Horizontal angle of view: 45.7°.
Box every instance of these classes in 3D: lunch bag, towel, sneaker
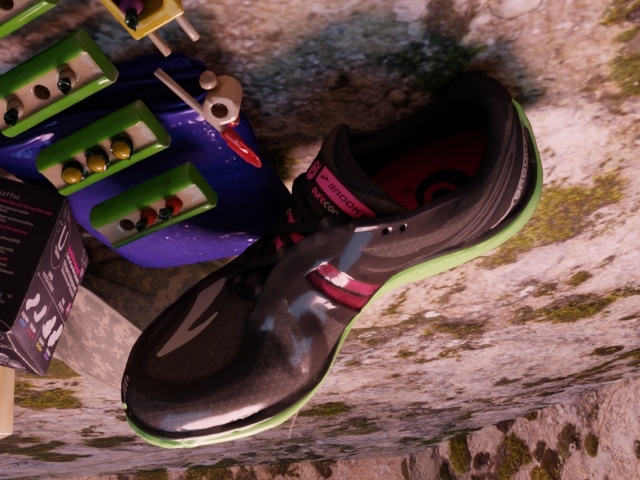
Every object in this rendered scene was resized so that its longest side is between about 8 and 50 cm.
[{"bbox_3d":[-0.224,0.108,1.007,0.287,0.169,0.235,28,145,-7],"label":"lunch bag"},{"bbox_3d":[-0.156,-0.067,0.765,0.227,0.076,0.308,-9,155,11],"label":"towel"},{"bbox_3d":[0.000,0.000,0.724,0.482,0.185,0.202,-38,143,-11],"label":"sneaker"}]

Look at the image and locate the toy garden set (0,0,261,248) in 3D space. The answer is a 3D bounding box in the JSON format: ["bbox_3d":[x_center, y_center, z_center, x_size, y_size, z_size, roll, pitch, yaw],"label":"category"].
[{"bbox_3d":[-0.153,-0.102,0.572,0.203,0.049,0.244,-21,127,21],"label":"toy garden set"}]

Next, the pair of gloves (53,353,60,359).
[{"bbox_3d":[-0.350,0.198,1.263,0.204,0.042,0.240,23,152,-17],"label":"pair of gloves"}]

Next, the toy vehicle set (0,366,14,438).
[{"bbox_3d":[-0.600,0.272,1.292,0.266,0.166,0.035,-26,151,37],"label":"toy vehicle set"}]

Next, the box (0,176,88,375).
[{"bbox_3d":[-0.368,0.015,0.718,0.247,0.142,0.163,16,155,-2],"label":"box"}]
